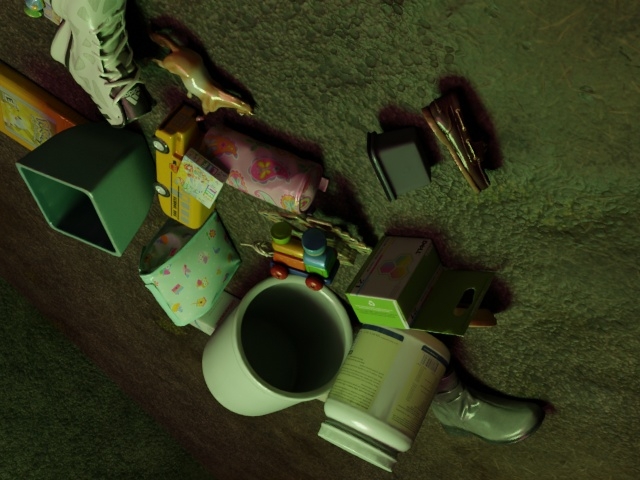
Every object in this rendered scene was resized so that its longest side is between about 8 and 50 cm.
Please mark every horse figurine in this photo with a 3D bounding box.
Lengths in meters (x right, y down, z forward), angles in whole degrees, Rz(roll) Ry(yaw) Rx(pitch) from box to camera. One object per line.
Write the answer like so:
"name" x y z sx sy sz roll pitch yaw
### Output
"horse figurine" -0.271 -0.342 1.673 0.174 0.066 0.263 2 139 53

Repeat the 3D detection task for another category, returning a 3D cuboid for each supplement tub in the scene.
"supplement tub" 0.152 0.369 1.936 0.235 0.325 0.235 26 166 7

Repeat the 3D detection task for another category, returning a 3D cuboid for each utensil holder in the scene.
"utensil holder" -0.129 0.301 2.171 0.327 0.328 0.385 38 151 -5

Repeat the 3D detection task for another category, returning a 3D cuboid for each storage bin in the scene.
"storage bin" 0.153 -0.154 1.511 0.091 0.098 0.135 -14 129 17

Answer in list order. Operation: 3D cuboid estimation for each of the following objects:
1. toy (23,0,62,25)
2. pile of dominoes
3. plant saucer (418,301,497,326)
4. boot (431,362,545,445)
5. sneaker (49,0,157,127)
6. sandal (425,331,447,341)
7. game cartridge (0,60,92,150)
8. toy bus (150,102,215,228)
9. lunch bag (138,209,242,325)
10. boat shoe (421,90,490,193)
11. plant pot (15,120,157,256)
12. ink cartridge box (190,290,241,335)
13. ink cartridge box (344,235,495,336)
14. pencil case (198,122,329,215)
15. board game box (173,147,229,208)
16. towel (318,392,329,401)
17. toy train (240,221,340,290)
"toy" -0.610 -0.562 1.707 0.137 0.056 0.237 37 149 -6
"pile of dominoes" 0.000 0.000 1.799 0.196 0.040 0.251 9 166 40
"plant saucer" 0.288 0.157 1.749 0.199 0.037 0.200 5 -178 0
"boot" 0.380 0.402 2.021 0.338 0.118 0.223 -15 118 47
"sneaker" -0.403 -0.389 1.600 0.257 0.169 0.447 52 157 -3
"sandal" 0.202 0.166 1.917 0.254 0.054 0.097 39 149 -6
"game cartridge" -0.770 -0.317 2.198 0.323 0.053 0.285 34 149 3
"toy bus" -0.321 -0.172 1.907 0.130 0.108 0.333 30 148 8
"lunch bag" -0.360 0.070 2.125 0.160 0.262 0.223 12 143 33
"boat shoe" 0.257 -0.170 1.398 0.073 0.073 0.207 -31 125 13
"plant pot" -0.556 -0.158 2.012 0.247 0.252 0.248 21 146 23
"ink cartridge box" -0.345 0.205 2.422 0.175 0.127 0.072 28 149 11
"ink cartridge box" 0.212 0.090 1.680 0.255 0.189 0.097 3 135 39
"pencil case" -0.129 -0.158 1.741 0.284 0.124 0.124 23 147 18
"board game box" -0.266 -0.136 1.764 0.103 0.026 0.154 36 154 -4
"towel" -0.090 0.411 2.538 0.282 0.049 0.187 24 148 16
"toy train" -0.085 0.010 1.759 0.248 0.105 0.143 17 152 18
